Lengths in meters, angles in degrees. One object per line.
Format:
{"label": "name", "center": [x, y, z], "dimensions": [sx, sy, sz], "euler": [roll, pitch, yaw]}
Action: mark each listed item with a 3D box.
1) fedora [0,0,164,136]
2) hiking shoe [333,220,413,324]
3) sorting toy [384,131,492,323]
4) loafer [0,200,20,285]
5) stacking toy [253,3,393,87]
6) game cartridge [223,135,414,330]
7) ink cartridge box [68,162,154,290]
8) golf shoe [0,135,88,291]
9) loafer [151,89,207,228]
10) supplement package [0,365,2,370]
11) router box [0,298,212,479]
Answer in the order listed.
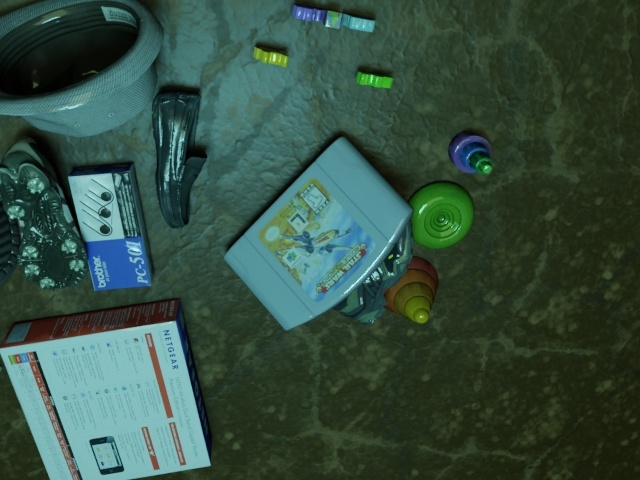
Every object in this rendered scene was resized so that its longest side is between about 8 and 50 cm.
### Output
{"label": "fedora", "center": [-0.343, -0.230, 0.910], "dimensions": [0.275, 0.244, 0.124], "euler": [-21, 145, -7]}
{"label": "hiking shoe", "center": [0.078, 0.042, 1.113], "dimensions": [0.114, 0.086, 0.227], "euler": [15, 112, -16]}
{"label": "sorting toy", "center": [0.208, 0.001, 1.113], "dimensions": [0.127, 0.126, 0.366], "euler": [15, 113, -14]}
{"label": "loafer", "center": [-0.599, -0.083, 0.988], "dimensions": [0.130, 0.134, 0.366], "euler": [-17, 108, 29]}
{"label": "stacking toy", "center": [0.022, -0.334, 0.979], "dimensions": [0.221, 0.052, 0.167], "euler": [9, 115, -13]}
{"label": "game cartridge", "center": [0.000, 0.000, 1.076], "dimensions": [0.297, 0.062, 0.198], "euler": [-45, 75, 13]}
{"label": "ink cartridge box", "center": [-0.342, -0.021, 1.076], "dimensions": [0.097, 0.046, 0.207], "euler": [-5, 116, -3]}
{"label": "golf shoe", "center": [-0.432, -0.035, 1.033], "dimensions": [0.105, 0.120, 0.273], "euler": [-6, 134, -11]}
{"label": "loafer", "center": [-0.219, -0.124, 1.027], "dimensions": [0.078, 0.076, 0.223], "euler": [2, 111, 0]}
{"label": "supplement package", "center": [-0.697, 0.218, 1.085], "dimensions": [0.194, 0.149, 0.203], "euler": [-23, 116, 4]}
{"label": "router box", "center": [-0.377, 0.290, 1.196], "dimensions": [0.301, 0.082, 0.336], "euler": [-8, 116, -4]}
